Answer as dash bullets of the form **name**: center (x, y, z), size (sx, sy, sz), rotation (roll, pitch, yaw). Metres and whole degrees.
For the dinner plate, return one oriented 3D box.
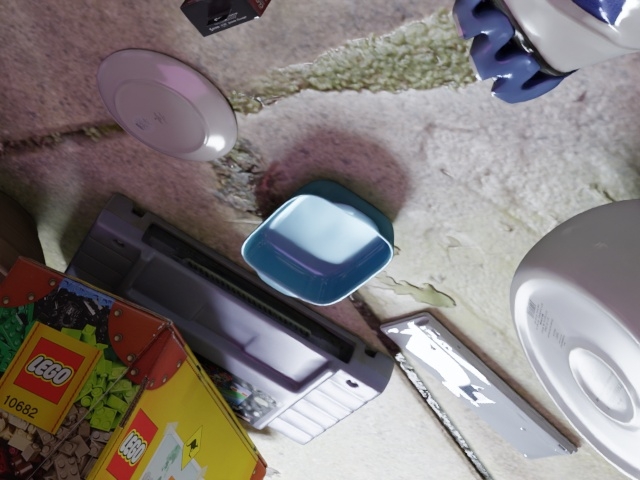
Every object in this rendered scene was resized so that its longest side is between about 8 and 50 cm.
- **dinner plate**: center (-0.143, -0.117, 1.097), size (0.141, 0.017, 0.141), rotation (18, 146, 13)

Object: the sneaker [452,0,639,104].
- **sneaker**: center (0.141, -0.216, 0.700), size (0.182, 0.127, 0.315), rotation (-7, 142, 34)

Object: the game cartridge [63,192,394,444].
- **game cartridge**: center (-0.119, 0.104, 1.347), size (0.355, 0.068, 0.230), rotation (31, 142, -9)

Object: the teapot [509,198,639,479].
- **teapot**: center (0.284, 0.064, 0.932), size (0.252, 0.187, 0.256), rotation (62, 162, -17)

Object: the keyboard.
- **keyboard**: center (0.170, 0.160, 1.278), size (0.256, 0.014, 0.072), rotation (42, 148, -23)

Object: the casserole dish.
- **casserole dish**: center (0.000, 0.000, 1.145), size (0.114, 0.037, 0.188), rotation (33, 145, -12)

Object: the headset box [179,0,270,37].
- **headset box**: center (-0.061, -0.188, 0.885), size (0.062, 0.083, 0.032), rotation (-11, 132, 41)

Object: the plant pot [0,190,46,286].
- **plant pot**: center (-0.393, 0.009, 1.344), size (0.237, 0.110, 0.237), rotation (18, 146, 12)

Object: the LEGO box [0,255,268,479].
- **LEGO box**: center (-0.265, 0.305, 1.332), size (0.193, 0.372, 0.500), rotation (21, 159, 19)
